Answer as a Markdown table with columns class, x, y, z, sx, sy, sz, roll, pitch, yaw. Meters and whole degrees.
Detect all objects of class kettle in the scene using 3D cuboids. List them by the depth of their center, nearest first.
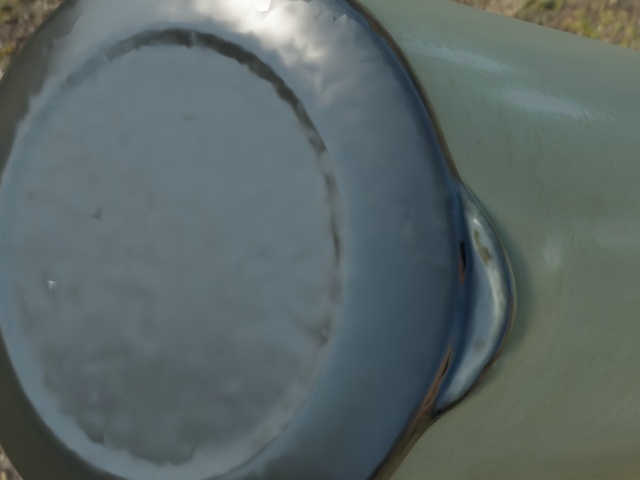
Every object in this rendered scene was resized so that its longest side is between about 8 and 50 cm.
| class | x | y | z | sx | sy | sz | roll | pitch | yaw |
| --- | --- | --- | --- | --- | --- | --- | --- | --- | --- |
| kettle | 0.000 | 0.000 | 0.652 | 0.361 | 0.376 | 0.250 | 14 | 96 | 32 |
